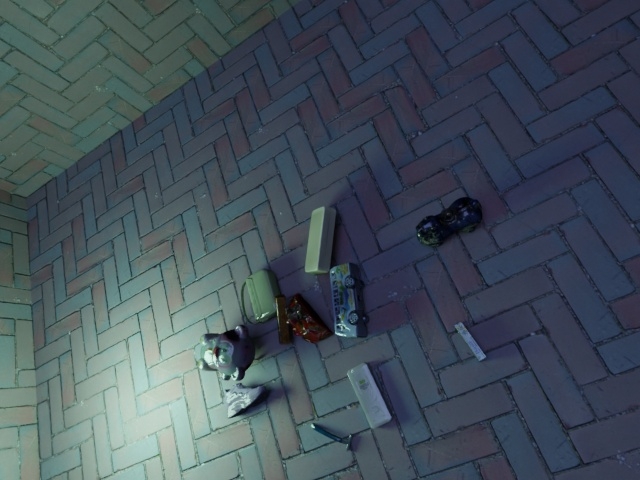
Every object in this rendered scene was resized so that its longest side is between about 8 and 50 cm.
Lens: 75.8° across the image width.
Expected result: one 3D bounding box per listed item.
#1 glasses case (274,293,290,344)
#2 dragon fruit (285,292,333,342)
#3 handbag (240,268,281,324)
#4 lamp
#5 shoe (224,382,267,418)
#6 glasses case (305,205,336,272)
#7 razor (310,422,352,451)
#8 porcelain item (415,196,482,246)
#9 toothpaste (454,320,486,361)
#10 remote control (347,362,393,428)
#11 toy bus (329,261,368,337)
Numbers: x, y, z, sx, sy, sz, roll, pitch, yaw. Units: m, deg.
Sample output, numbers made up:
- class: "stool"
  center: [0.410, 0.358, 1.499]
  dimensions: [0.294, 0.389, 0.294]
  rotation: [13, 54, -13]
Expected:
- class: "glasses case"
  center: [-0.178, 0.365, 1.905]
  dimensions: [0.049, 0.075, 0.218]
  rotation: [-5, 94, -10]
- class: "dragon fruit"
  center: [-0.094, 0.351, 1.850]
  dimensions: [0.134, 0.211, 0.262]
  rotation: [-42, 57, -2]
- class: "handbag"
  center: [-0.304, 0.283, 2.036]
  dimensions: [0.219, 0.079, 0.256]
  rotation: [-28, 66, 22]
- class: "lamp"
  center: [-0.424, 0.535, 1.949]
  dimensions: [0.301, 0.247, 0.247]
  rotation: [-16, 63, 44]
- class: "shoe"
  center: [-0.356, 0.720, 1.921]
  dimensions: [0.245, 0.095, 0.138]
  rotation: [-36, 66, 18]
- class: "glasses case"
  center: [0.000, 0.000, 1.944]
  dimensions: [0.131, 0.070, 0.313]
  rotation: [-17, 63, 59]
- class: "razor"
  center: [0.038, 0.822, 1.741]
  dimensions: [0.191, 0.037, 0.068]
  rotation: [13, 82, 27]
- class: "porcelain item"
  center: [0.525, -0.085, 1.697]
  dimensions: [0.287, 0.186, 0.138]
  rotation: [-28, 64, 14]
- class: "toothpaste"
  center: [0.585, 0.394, 1.609]
  dimensions: [0.034, 0.046, 0.164]
  rotation: [-35, 64, 8]
- class: "remote control"
  center: [0.205, 0.644, 1.717]
  dimensions: [0.103, 0.034, 0.250]
  rotation: [-33, 65, 13]
- class: "toy bus"
  center: [0.123, 0.271, 1.826]
  dimensions: [0.135, 0.109, 0.330]
  rotation: [-16, 69, 30]
